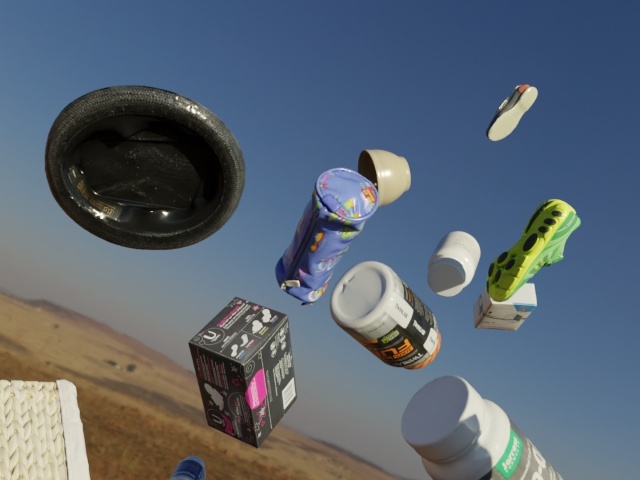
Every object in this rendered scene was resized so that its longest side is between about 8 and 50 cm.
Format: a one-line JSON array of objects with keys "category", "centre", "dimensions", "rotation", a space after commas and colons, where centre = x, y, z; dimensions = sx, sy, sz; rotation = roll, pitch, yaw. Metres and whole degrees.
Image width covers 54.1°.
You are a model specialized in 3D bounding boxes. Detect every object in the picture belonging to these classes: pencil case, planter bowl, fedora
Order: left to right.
[{"category": "fedora", "centre": [-0.303, -0.143, 1.115], "dimensions": [0.334, 0.334, 0.153], "rotation": [32, 20, -26]}, {"category": "pencil case", "centre": [0.000, 0.000, 1.215], "dimensions": [0.119, 0.133, 0.306], "rotation": [42, -42, 12]}, {"category": "planter bowl", "centre": [0.178, -0.173, 1.703], "dimensions": [0.109, 0.162, 0.162], "rotation": [-10, -10, -13]}]

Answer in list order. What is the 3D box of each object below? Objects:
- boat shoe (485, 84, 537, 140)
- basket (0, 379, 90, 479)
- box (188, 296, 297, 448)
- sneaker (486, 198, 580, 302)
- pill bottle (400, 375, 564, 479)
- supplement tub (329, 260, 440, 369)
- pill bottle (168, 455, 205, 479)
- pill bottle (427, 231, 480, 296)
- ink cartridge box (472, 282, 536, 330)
[{"category": "boat shoe", "centre": [0.377, -0.258, 1.260], "dimensions": [0.049, 0.137, 0.043], "rotation": [41, -2, -37]}, {"category": "basket", "centre": [-0.589, 0.459, 1.094], "dimensions": [0.266, 0.328, 0.331], "rotation": [15, 20, -35]}, {"category": "box", "centre": [-0.153, 0.270, 1.296], "dimensions": [0.142, 0.163, 0.247], "rotation": [16, -51, 26]}, {"category": "sneaker", "centre": [0.513, 0.043, 1.500], "dimensions": [0.123, 0.296, 0.109], "rotation": [22, 27, -25]}, {"category": "pill bottle", "centre": [0.341, 0.462, 1.306], "dimensions": [0.361, 0.204, 0.204], "rotation": [47, -23, -19]}, {"category": "supplement tub", "centre": [0.179, 0.206, 1.620], "dimensions": [0.193, 0.194, 0.316], "rotation": [9, -24, 43]}, {"category": "pill bottle", "centre": [-0.373, 0.671, 1.754], "dimensions": [0.094, 0.094, 0.169], "rotation": [25, 4, -2]}, {"category": "pill bottle", "centre": [0.380, 0.069, 1.801], "dimensions": [0.131, 0.131, 0.229], "rotation": [20, 26, 14]}, {"category": "ink cartridge box", "centre": [0.562, 0.202, 1.927], "dimensions": [0.139, 0.082, 0.191], "rotation": [3, -32, -1]}]
